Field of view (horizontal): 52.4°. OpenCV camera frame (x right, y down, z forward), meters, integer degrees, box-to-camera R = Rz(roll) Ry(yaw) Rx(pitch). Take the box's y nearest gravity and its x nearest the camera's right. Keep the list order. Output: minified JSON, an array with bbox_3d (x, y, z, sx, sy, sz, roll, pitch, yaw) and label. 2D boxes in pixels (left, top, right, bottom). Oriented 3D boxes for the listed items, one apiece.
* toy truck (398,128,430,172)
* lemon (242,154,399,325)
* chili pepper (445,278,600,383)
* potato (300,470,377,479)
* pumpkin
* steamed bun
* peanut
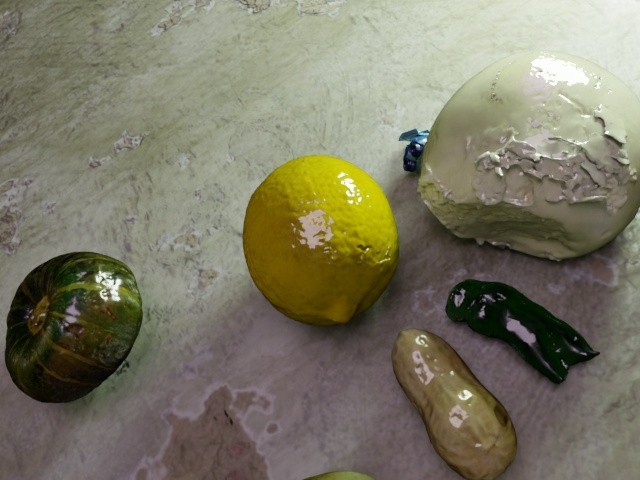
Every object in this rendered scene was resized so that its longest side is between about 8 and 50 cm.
[{"bbox_3d":[0.171,-0.167,1.154,0.056,0.073,0.090,2,46,-20],"label":"toy truck"},{"bbox_3d":[0.001,-0.001,1.012,0.268,0.267,0.267,-7,61,13],"label":"lemon"},{"bbox_3d":[0.294,0.126,0.961,0.224,0.061,0.098,28,67,30],"label":"chili pepper"},{"bbox_3d":[-0.025,0.419,0.834,0.308,0.173,0.210,-33,56,1],"label":"potato"},{"bbox_3d":[-0.403,0.143,1.102,0.260,0.189,0.260,-19,59,34],"label":"pumpkin"},{"bbox_3d":[0.326,-0.152,0.988,0.334,0.233,0.311,9,67,11],"label":"steamed bun"},{"bbox_3d":[0.180,0.220,0.909,0.110,0.120,0.236,-51,58,33],"label":"peanut"}]
